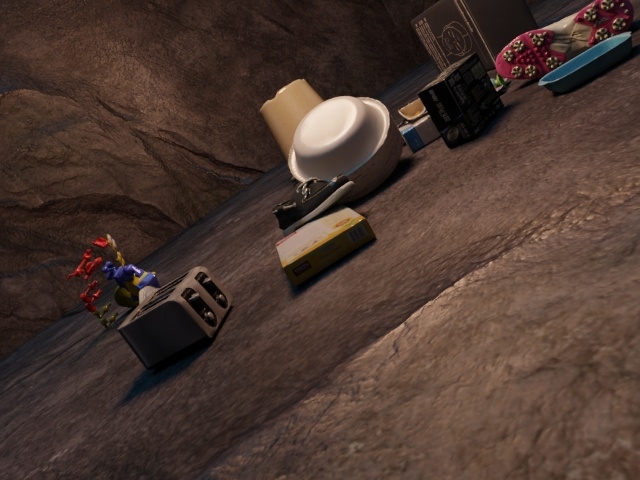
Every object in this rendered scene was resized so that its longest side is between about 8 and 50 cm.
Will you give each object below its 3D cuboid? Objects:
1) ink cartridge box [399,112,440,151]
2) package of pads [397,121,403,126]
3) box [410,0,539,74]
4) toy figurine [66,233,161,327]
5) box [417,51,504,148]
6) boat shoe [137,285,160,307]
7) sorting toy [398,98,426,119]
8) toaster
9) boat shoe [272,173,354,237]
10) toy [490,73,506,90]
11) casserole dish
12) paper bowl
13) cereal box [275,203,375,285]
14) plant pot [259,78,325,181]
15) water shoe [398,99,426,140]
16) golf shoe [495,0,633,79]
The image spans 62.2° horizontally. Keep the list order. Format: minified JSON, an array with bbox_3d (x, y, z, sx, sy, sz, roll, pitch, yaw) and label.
[{"bbox_3d":[0.302,-0.310,1.400,0.180,0.060,0.104,-31,13,11],"label":"ink cartridge box"},{"bbox_3d":[0.288,-0.380,1.732,0.083,0.032,0.050,-36,12,-9],"label":"package of pads"},{"bbox_3d":[0.554,-0.777,1.945,0.212,0.293,0.395,-35,14,-6],"label":"box"},{"bbox_3d":[-0.576,0.168,1.630,0.362,0.217,0.191,91,-157,-52],"label":"toy figurine"},{"bbox_3d":[0.321,-0.319,1.204,0.078,0.147,0.180,-17,22,48],"label":"box"},{"bbox_3d":[-0.435,0.169,1.420,0.081,0.079,0.227,-26,18,-7],"label":"boat shoe"},{"bbox_3d":[0.254,-0.341,1.404,0.083,0.044,0.075,-29,20,18],"label":"sorting toy"},{"bbox_3d":[-0.282,0.151,1.038,0.186,0.110,0.168,-30,13,16],"label":"toaster"},{"bbox_3d":[-0.031,-0.090,1.211,0.114,0.091,0.303,-32,-1,-36],"label":"boat shoe"},{"bbox_3d":[0.399,-0.397,1.488,0.237,0.056,0.137,-23,16,37],"label":"toy"},{"bbox_3d":[0.534,-0.351,1.065,0.189,0.037,0.114,-31,14,13],"label":"casserole dish"},{"bbox_3d":[0.047,-0.241,1.316,0.284,0.148,0.284,-19,49,23],"label":"paper bowl"},{"bbox_3d":[0.000,0.000,1.044,0.173,0.047,0.240,-32,12,-1],"label":"cereal box"},{"bbox_3d":[-0.068,-0.451,2.107,0.334,0.305,0.334,-36,4,3],"label":"plant pot"},{"bbox_3d":[0.275,-0.368,1.584,0.203,0.080,0.073,-38,-13,-25],"label":"water shoe"},{"bbox_3d":[0.581,-0.474,1.275,0.306,0.115,0.140,-17,10,33],"label":"golf shoe"}]
